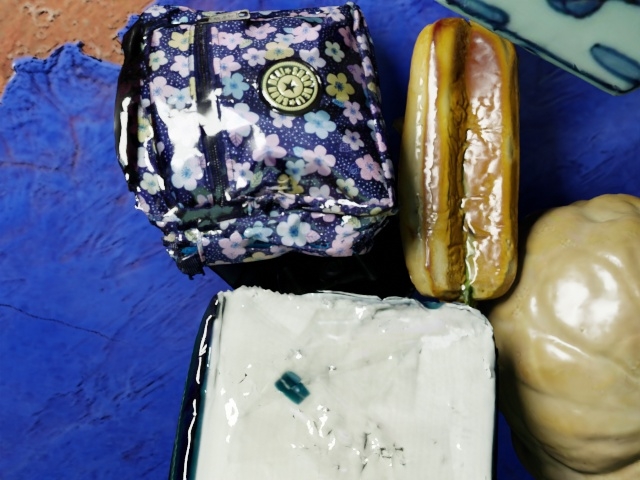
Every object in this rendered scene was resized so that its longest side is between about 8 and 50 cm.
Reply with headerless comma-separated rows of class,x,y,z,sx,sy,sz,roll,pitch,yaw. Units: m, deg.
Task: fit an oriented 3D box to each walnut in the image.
walnut,0.269,0.095,1.006,0.296,0.285,0.285,39,111,-19

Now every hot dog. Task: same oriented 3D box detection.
hot dog,0.110,-0.058,0.939,0.104,0.076,0.250,1,87,-19

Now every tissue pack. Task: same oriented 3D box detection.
tissue pack,-0.010,0.241,0.983,0.253,0.264,0.416,7,148,-4

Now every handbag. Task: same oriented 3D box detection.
handbag,-0.054,-0.091,0.888,0.207,0.229,0.127,-3,159,-8

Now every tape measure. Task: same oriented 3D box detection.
tape measure,0.000,0.000,1.008,0.186,0.112,0.199,-33,122,11

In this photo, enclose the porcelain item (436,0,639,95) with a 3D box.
porcelain item,0.214,-0.269,0.832,0.281,0.157,0.286,25,116,-20
